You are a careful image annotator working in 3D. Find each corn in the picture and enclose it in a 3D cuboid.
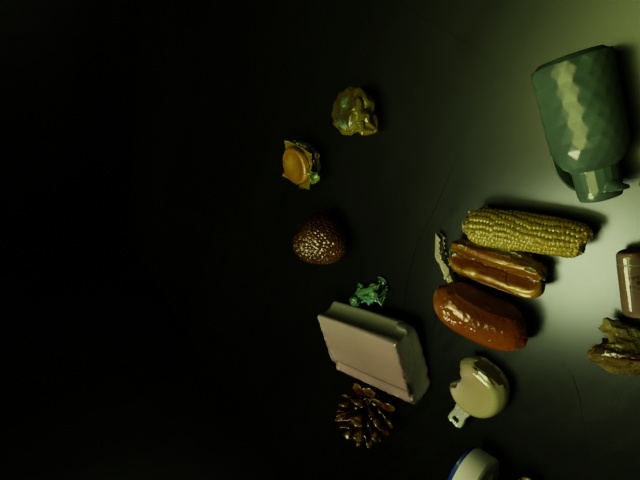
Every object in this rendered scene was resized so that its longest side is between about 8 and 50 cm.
[{"bbox_3d":[0.477,-0.019,1.086,0.293,0.106,0.106,14,117,43],"label":"corn"}]

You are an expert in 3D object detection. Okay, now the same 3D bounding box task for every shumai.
[{"bbox_3d":[0.666,0.239,0.999,0.123,0.105,0.139,38,171,-34],"label":"shumai"}]

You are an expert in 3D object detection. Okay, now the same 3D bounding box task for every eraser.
[{"bbox_3d":[0.178,0.372,1.580,0.359,0.122,0.272,7,123,48],"label":"eraser"}]

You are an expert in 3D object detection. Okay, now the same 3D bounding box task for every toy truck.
[{"bbox_3d":[0.172,0.187,1.577,0.078,0.080,0.154,45,145,-14],"label":"toy truck"}]

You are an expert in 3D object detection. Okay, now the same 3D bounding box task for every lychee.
[{"bbox_3d":[-0.003,-0.005,1.608,0.194,0.194,0.194,25,125,42],"label":"lychee"}]

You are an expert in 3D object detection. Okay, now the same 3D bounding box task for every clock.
[{"bbox_3d":[0.442,0.733,1.368,0.083,0.230,0.230,24,124,41],"label":"clock"}]

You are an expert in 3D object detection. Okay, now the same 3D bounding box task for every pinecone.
[{"bbox_3d":[0.162,0.648,1.702,0.202,0.201,0.229,31,155,56],"label":"pinecone"}]

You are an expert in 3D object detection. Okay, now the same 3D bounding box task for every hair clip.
[{"bbox_3d":[0.361,0.086,1.322,0.072,0.034,0.226,-28,84,53],"label":"hair clip"}]

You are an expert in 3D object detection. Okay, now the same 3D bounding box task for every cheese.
[{"bbox_3d":[0.442,0.463,1.364,0.163,0.082,0.286,45,137,29],"label":"cheese"}]

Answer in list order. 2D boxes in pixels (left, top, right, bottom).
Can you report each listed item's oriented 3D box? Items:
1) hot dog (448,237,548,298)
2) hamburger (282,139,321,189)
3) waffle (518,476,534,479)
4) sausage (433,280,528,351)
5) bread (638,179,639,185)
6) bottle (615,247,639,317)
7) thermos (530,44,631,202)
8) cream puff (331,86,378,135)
[{"bbox_3d":[0.443,0.061,1.179,0.269,0.072,0.115,26,126,43],"label":"hot dog"},{"bbox_3d":[-0.060,-0.268,1.615,0.189,0.093,0.164,46,139,29],"label":"hamburger"},{"bbox_3d":[0.521,0.766,1.304,0.051,0.231,0.229,-129,26,-64],"label":"waffle"},{"bbox_3d":[0.415,0.202,1.214,0.258,0.133,0.133,26,128,17],"label":"sausage"},{"bbox_3d":[0.706,-0.104,0.783,0.271,0.077,0.139,26,128,38],"label":"bread"},{"bbox_3d":[0.648,0.087,0.960,0.053,0.053,0.140,-1,106,51],"label":"bottle"},{"bbox_3d":[0.513,-0.217,0.919,0.182,0.145,0.287,-142,35,-80],"label":"thermos"},{"bbox_3d":[0.109,-0.372,1.358,0.146,0.116,0.146,-28,55,49],"label":"cream puff"}]
